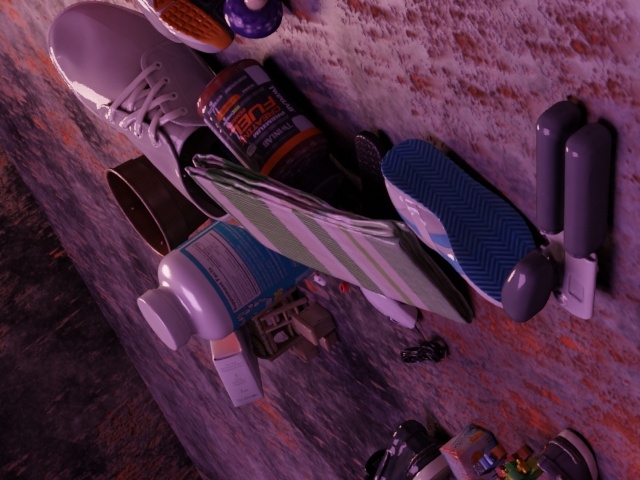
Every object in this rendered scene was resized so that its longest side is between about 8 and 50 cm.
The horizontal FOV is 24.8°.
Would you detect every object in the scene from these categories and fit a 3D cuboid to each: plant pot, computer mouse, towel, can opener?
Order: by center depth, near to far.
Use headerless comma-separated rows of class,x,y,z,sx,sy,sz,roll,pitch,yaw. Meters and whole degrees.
can opener,0.226,-0.010,1.371,0.074,0.093,0.280,42,154,31
towel,0.012,-0.003,1.789,0.325,0.038,0.248,19,163,33
computer mouse,0.096,0.091,1.964,0.193,0.042,0.106,57,163,-11
plant pot,-0.214,-0.084,2.228,0.167,0.165,0.167,46,160,22

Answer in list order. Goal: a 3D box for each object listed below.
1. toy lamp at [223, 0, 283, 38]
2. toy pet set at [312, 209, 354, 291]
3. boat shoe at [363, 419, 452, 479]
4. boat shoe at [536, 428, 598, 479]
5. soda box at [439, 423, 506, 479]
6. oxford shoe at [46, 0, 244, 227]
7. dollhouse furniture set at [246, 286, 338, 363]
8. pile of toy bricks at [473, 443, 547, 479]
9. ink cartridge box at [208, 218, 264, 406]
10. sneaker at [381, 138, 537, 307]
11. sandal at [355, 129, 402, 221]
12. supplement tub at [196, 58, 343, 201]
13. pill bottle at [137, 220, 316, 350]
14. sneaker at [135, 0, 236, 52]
toy lamp,-0.058,-0.300,1.560,0.080,0.080,0.274,51,163,9
toy pet set,0.000,0.000,1.954,0.114,0.065,0.122,62,150,32
boat shoe,0.122,0.372,2.292,0.113,0.127,0.340,50,161,16
boat shoe,0.312,0.321,1.802,0.075,0.065,0.206,34,154,48
soda box,0.241,0.349,2.042,0.183,0.063,0.058,60,162,-18
oxford shoe,-0.214,-0.181,2.012,0.449,0.169,0.130,43,-164,14
dollhouse furniture set,-0.042,0.174,2.379,0.161,0.101,0.182,36,156,44
pile of toy bricks,0.255,0.301,1.839,0.118,0.105,0.212,51,-154,20
ink cartridge box,-0.168,0.101,2.440,0.275,0.060,0.239,-103,-6,-48
sneaker,0.157,-0.011,1.563,0.228,0.087,0.092,51,173,28
sandal,0.079,-0.057,1.742,0.067,0.040,0.179,32,143,41
supplement tub,-0.059,-0.130,1.841,0.198,0.106,0.106,47,162,15
pill bottle,-0.130,0.044,2.086,0.146,0.264,0.146,48,162,21
sneaker,-0.167,-0.293,1.857,0.262,0.099,0.121,47,171,45
